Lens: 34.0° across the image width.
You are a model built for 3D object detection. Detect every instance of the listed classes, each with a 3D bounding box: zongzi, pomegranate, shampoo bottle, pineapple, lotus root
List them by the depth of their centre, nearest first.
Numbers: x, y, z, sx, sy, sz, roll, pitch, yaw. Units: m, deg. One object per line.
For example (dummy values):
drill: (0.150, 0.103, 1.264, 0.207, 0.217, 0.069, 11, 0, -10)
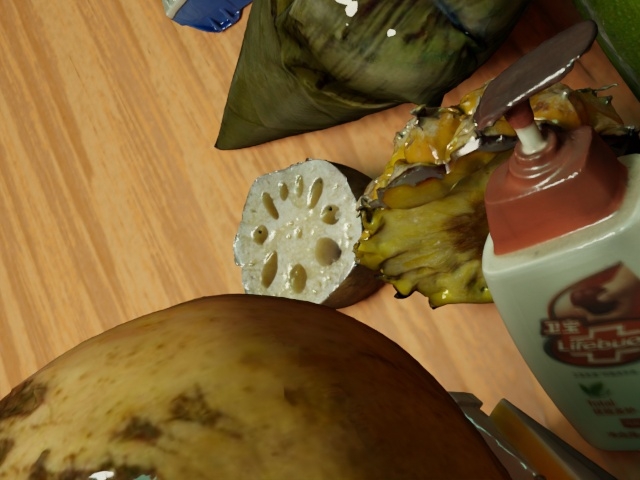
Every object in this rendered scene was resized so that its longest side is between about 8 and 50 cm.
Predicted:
pomegranate: (-0.022, 0.183, 0.422, 0.322, 0.322, 0.322, -11, 70, 34)
shampoo bottle: (0.159, 0.012, 0.568, 0.153, 0.284, 0.071, -12, 42, 35)
pineapple: (0.116, -0.032, 0.658, 0.224, 0.225, 0.076, -25, 56, 28)
zongzi: (-0.002, -0.129, 0.743, 0.360, 0.160, 0.323, -43, 12, 27)
lotus root: (0.000, 0.003, 0.810, 0.122, 0.081, 0.112, -13, 71, 33)

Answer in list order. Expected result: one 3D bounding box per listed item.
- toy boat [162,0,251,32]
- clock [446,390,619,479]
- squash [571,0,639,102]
toy boat: (-0.124, -0.348, 0.998, 0.129, 0.088, 0.295, -30, 61, 26)
clock: (0.147, 0.235, 0.584, 0.309, 0.166, 0.235, 40, 101, 30)
squash: (0.198, -0.141, 0.614, 0.087, 0.087, 0.331, -33, 100, 25)
